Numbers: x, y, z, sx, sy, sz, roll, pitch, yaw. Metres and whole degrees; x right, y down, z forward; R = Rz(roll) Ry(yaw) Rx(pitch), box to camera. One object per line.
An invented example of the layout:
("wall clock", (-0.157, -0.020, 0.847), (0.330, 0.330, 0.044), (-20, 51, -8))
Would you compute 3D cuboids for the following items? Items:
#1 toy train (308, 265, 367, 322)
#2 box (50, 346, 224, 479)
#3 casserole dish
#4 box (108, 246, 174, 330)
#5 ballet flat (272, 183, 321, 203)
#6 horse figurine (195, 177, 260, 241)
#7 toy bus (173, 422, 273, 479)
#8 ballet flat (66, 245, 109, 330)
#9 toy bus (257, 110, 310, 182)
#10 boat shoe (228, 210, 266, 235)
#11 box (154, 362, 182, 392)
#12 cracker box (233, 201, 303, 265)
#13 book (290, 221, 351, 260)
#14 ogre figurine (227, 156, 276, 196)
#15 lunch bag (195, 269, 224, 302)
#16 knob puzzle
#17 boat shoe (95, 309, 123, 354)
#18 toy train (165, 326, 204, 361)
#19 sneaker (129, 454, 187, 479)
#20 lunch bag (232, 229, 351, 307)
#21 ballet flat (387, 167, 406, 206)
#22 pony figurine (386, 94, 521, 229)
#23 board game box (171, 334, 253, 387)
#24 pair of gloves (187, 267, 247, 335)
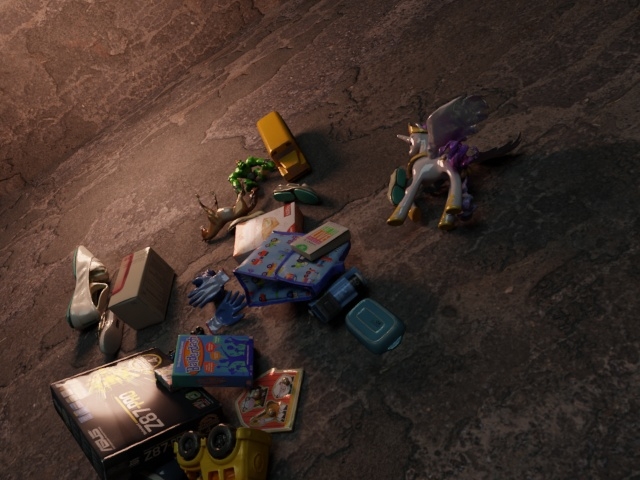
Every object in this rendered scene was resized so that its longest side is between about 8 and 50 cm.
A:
("toy train", (0.047, 0.145, 1.576), (0.184, 0.080, 0.105), (-38, 9, -9))
("box", (-0.494, 0.446, 1.547), (0.319, 0.097, 0.395), (-18, 27, -35))
("casserole dish", (0.135, 0.214, 1.500), (0.114, 0.037, 0.188), (-43, 41, -9))
("box", (-0.608, 0.165, 1.986), (0.127, 0.148, 0.232), (-21, 41, 18))
("ballet flat", (-0.076, -0.171, 2.011), (0.213, 0.072, 0.068), (5, 49, 39))
("horse figurine", (-0.337, -0.119, 2.116), (0.264, 0.066, 0.174), (-20, 75, 3))
("toy bus", (-0.228, 0.551, 1.352), (0.221, 0.149, 0.211), (-18, 58, 23))
("ballet flat", (-0.866, 0.169, 2.201), (0.139, 0.139, 0.400), (-27, 44, 10))
("toy bus", (-0.142, -0.357, 2.197), (0.108, 0.130, 0.332), (-31, 39, 5))
("boat shoe", (-0.255, -0.055, 2.031), (0.152, 0.056, 0.049), (-28, 34, 8))
("box", (-0.372, 0.364, 1.595), (0.137, 0.027, 0.094), (-15, 24, -38))
("cracker box", (-0.172, -0.018, 1.926), (0.233, 0.067, 0.155), (-21, 42, 16))
("book", (0.000, 0.000, 1.633), (0.144, 0.035, 0.096), (-31, 36, -26))
("ogre figurine", (-0.275, -0.253, 2.223), (0.118, 0.097, 0.197), (32, 87, 30))
("lunch bag", (-0.354, 0.152, 1.863), (0.067, 0.098, 0.065), (-29, 21, 10))
("knob puzzle", (-0.144, 0.412, 1.501), (0.213, 0.030, 0.213), (-20, 42, 19))
("boat shoe", (-0.725, 0.314, 1.981), (0.070, 0.077, 0.219), (-26, 32, 10))
("toy train", (-0.421, 0.327, 1.787), (0.158, 0.027, 0.036), (-41, 50, -8))
("sneaker", (-0.458, 0.566, 1.527), (0.319, 0.112, 0.131), (12, 42, 37))
("lunch bag", (-0.058, 0.081, 1.650), (0.294, 0.138, 0.221), (-1, 32, 34))
("ballet flat", (0.234, -0.155, 1.801), (0.052, 0.057, 0.168), (-38, 25, 44))
("pony figurine", (0.355, -0.219, 1.634), (0.351, 0.303, 0.363), (-11, 59, 39))
("board game box", (-0.288, 0.326, 1.577), (0.211, 0.047, 0.160), (2, 33, -8))
("pair of gloves", (-0.320, 0.182, 1.788), (0.159, 0.023, 0.198), (-41, 73, 3))
